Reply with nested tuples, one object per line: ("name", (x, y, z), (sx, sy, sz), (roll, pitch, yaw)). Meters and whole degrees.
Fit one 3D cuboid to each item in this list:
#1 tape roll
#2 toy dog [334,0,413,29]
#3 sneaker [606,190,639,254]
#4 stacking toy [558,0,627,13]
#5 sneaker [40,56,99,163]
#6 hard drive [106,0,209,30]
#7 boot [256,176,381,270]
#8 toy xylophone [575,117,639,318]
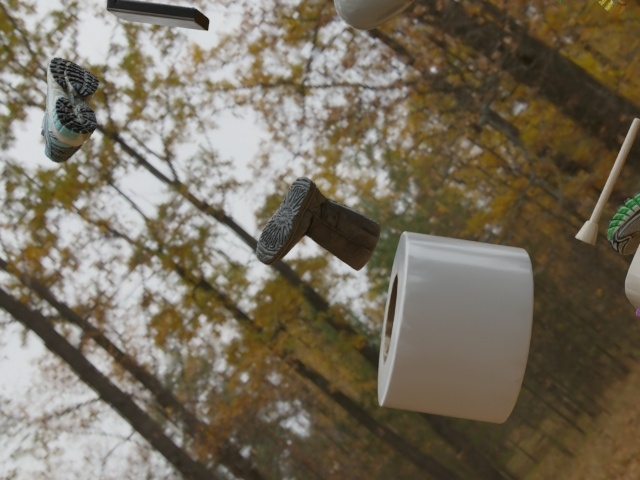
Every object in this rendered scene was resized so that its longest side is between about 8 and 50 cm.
("tape roll", (0.177, 0.118, 1.298), (0.246, 0.169, 0.246), (-173, 90, -90))
("toy dog", (0.173, -0.342, 1.041), (0.220, 0.334, 0.161), (72, -147, -45))
("sneaker", (0.686, -0.052, 1.782), (0.134, 0.146, 0.343), (-7, -20, -40))
("stacking toy", (0.440, -0.424, 1.429), (0.221, 0.052, 0.167), (-9, -37, -44))
("sneaker", (-0.528, -0.268, 1.936), (0.122, 0.110, 0.283), (-50, 31, 28))
("hard drive", (-0.242, -0.341, 1.431), (0.094, 0.135, 0.022), (-27, -55, -83))
("boot", (0.001, 0.002, 1.742), (0.208, 0.076, 0.189), (38, -97, -43))
("toy xylophone", (0.491, -0.041, 1.264), (0.081, 0.236, 0.322), (16, -74, -49))
